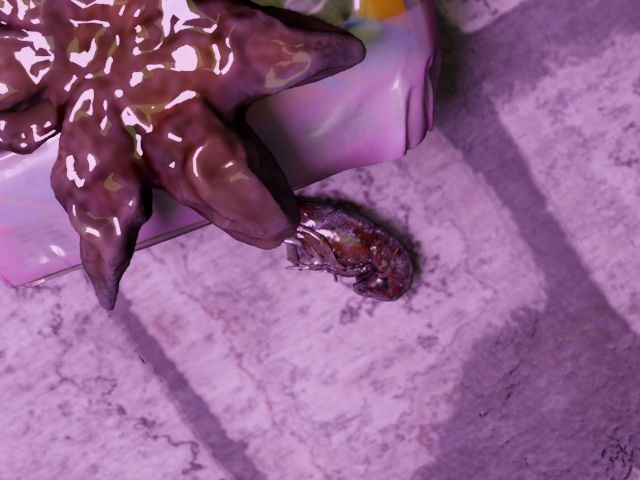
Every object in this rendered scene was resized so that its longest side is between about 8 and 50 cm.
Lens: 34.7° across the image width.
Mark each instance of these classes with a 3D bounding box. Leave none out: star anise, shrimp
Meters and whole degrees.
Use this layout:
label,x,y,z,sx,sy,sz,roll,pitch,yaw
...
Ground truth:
label,x,y,z,sx,sy,sz,roll,pitch,yaw
star anise,-0.134,-0.108,0.614,0.315,0.108,0.315,-1,101,-5
shrimp,0.000,0.000,0.835,0.165,0.056,0.065,20,113,1

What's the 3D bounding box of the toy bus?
label,x,y,z,sx,sy,sz,roll,pitch,yaw
toy bus,-0.089,-0.100,0.763,0.386,0.171,0.162,-20,109,8
